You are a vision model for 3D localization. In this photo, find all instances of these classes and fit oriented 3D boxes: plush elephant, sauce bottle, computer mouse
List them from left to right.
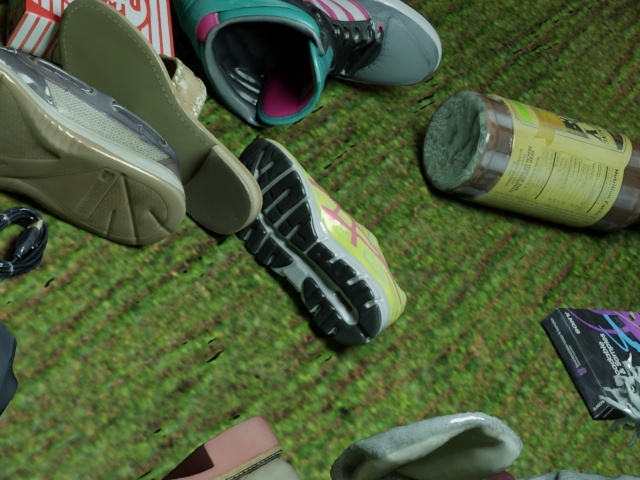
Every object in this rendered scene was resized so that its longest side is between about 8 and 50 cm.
[{"bbox_3d":[-0.234,0.047,1.205,0.071,0.041,0.242,27,36,-16],"label":"computer mouse"},{"bbox_3d":[0.118,0.228,1.175,0.272,0.255,0.330,54,41,-69],"label":"plush elephant"},{"bbox_3d":[0.265,-0.069,1.739,0.344,0.111,0.111,13,43,-36],"label":"sauce bottle"}]

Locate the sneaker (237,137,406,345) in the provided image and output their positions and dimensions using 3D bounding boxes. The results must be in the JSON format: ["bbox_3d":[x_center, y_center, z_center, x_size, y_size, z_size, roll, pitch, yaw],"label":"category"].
[{"bbox_3d":[0.000,0.000,1.453,0.094,0.081,0.208,-10,63,-57],"label":"sneaker"}]

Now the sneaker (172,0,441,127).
[{"bbox_3d":[-0.003,-0.177,1.593,0.295,0.124,0.178,15,38,-23],"label":"sneaker"}]

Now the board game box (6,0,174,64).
[{"bbox_3d":[-0.211,-0.227,1.527,0.147,0.045,0.193,19,40,-27],"label":"board game box"}]

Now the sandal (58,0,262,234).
[{"bbox_3d":[-0.130,-0.110,1.450,0.240,0.088,0.079,50,26,2],"label":"sandal"}]

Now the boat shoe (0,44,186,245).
[{"bbox_3d":[-0.230,-0.096,1.322,0.285,0.103,0.092,29,31,-22],"label":"boat shoe"}]

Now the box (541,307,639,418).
[{"bbox_3d":[0.300,0.120,1.629,0.162,0.029,0.116,3,49,-39],"label":"box"}]

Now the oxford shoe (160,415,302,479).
[{"bbox_3d":[-0.099,0.227,1.062,0.130,0.123,0.348,51,37,7],"label":"oxford shoe"}]
